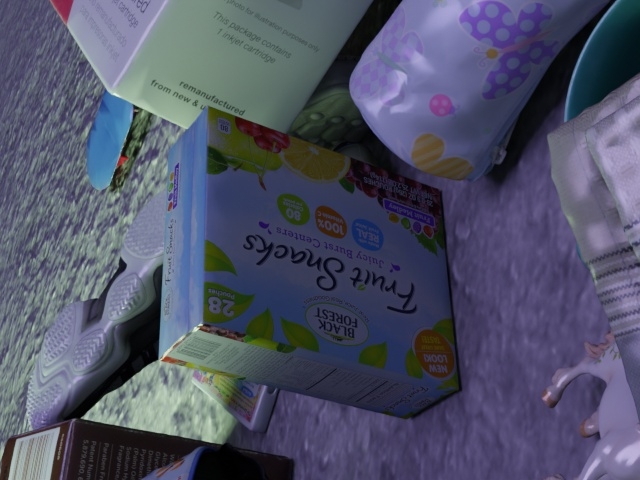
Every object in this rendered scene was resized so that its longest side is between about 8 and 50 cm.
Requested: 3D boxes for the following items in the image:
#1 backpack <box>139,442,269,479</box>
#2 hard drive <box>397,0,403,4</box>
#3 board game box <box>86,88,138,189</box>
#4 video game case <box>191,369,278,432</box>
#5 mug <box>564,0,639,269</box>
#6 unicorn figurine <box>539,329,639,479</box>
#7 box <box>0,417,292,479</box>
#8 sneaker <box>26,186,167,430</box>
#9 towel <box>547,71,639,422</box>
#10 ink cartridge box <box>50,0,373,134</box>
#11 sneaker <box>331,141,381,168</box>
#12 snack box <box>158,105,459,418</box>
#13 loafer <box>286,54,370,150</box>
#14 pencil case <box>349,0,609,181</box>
[{"bbox_3d":[-0.080,0.282,0.754,0.213,0.276,0.263,-19,31,14],"label":"backpack"},{"bbox_3d":[0.141,-0.290,0.874,0.255,0.054,0.172,-32,49,51],"label":"hard drive"},{"bbox_3d":[-0.278,-0.149,1.576,0.133,0.033,0.168,54,127,50],"label":"board game box"},{"bbox_3d":[-0.069,0.091,1.084,0.157,0.019,0.143,22,95,61],"label":"video game case"},{"bbox_3d":[0.200,-0.061,0.600,0.158,0.097,0.129,-47,39,41],"label":"mug"},{"bbox_3d":[0.167,0.104,0.608,0.111,0.060,0.162,-42,40,43],"label":"unicorn figurine"},{"bbox_3d":[-0.158,0.254,0.958,0.168,0.203,0.167,-25,54,55],"label":"box"},{"bbox_3d":[-0.139,0.086,1.019,0.268,0.153,0.101,-52,35,11],"label":"sneaker"},{"bbox_3d":[0.238,0.032,0.415,0.324,0.056,0.312,-36,70,50],"label":"towel"},{"bbox_3d":[-0.050,-0.304,0.921,0.384,0.160,0.279,-55,39,15],"label":"ink cartridge box"},{"bbox_3d":[0.000,0.000,0.973,0.086,0.064,0.192,-100,33,-61],"label":"sneaker"},{"bbox_3d":[-0.007,0.020,0.809,0.070,0.207,0.174,-40,41,46],"label":"snack box"},{"bbox_3d":[-0.046,-0.121,1.059,0.319,0.112,0.111,-18,69,58],"label":"loafer"},{"bbox_3d":[0.132,-0.165,0.760,0.124,0.113,0.273,54,126,25],"label":"pencil case"}]
